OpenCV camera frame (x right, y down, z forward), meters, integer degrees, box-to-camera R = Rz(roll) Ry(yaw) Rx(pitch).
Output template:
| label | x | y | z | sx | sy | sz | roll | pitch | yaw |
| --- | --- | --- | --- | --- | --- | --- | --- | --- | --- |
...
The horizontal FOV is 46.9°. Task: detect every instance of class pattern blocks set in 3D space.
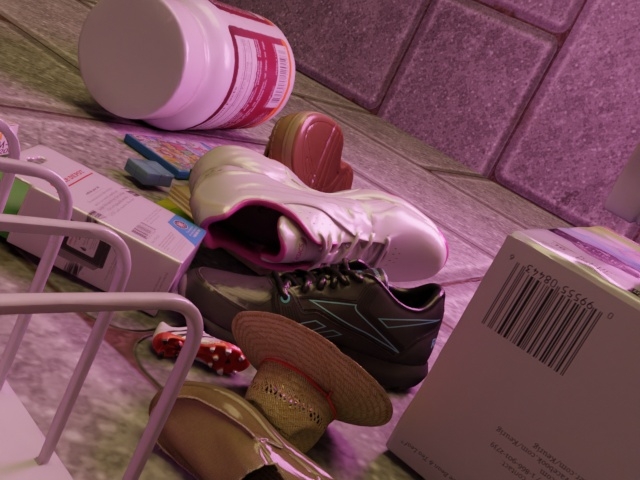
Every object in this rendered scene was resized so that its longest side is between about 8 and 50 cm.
| label | x | y | z | sx | sy | sz | roll | pitch | yaw |
| --- | --- | --- | --- | --- | --- | --- | --- | --- | --- |
| pattern blocks set | -0.088 | -0.012 | 0.915 | 0.286 | 0.026 | 0.325 | 8 | 24 | -45 |

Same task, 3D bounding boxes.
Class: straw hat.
| label | x | y | z | sx | sy | sz | roll | pitch | yaw |
| --- | --- | --- | --- | --- | --- | --- | --- | --- | --- |
| straw hat | -0.023 | 0.121 | 0.546 | 0.145 | 0.144 | 0.061 | 28 | 58 | 8 |

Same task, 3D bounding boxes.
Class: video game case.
| label | x | y | z | sx | sy | sz | roll | pitch | yaw |
| --- | --- | --- | --- | --- | --- | --- | --- | --- | --- |
| video game case | -0.196 | -0.123 | 1.110 | 0.119 | 0.015 | 0.166 | 34 | 18 | 26 |

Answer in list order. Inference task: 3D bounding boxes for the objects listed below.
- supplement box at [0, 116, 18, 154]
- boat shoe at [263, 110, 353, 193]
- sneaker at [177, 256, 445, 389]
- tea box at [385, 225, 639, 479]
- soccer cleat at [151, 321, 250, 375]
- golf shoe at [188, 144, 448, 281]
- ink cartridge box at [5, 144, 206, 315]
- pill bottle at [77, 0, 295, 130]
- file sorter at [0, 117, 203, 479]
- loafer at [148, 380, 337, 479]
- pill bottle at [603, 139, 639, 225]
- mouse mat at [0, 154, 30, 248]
| label | x | y | z | sx | sy | sz | roll | pitch | yaw |
| --- | --- | --- | --- | --- | --- | --- | --- | --- | --- |
| supplement box | -0.386 | -0.123 | 0.789 | 0.099 | 0.036 | 0.062 | 22 | 16 | 6 |
| boat shoe | -0.033 | -0.099 | 1.036 | 0.110 | 0.121 | 0.341 | 20 | -8 | 12 |
| sneaker | -0.001 | 0.058 | 0.703 | 0.268 | 0.106 | 0.101 | 17 | 20 | -24 |
| tea box | 0.298 | 0.158 | 0.633 | 0.329 | 0.219 | 0.324 | 35 | 18 | 26 |
| soccer cleat | -0.097 | 0.087 | 0.607 | 0.083 | 0.029 | 0.035 | 15 | 23 | -17 |
| golf shoe | 0.000 | 0.000 | 0.804 | 0.306 | 0.115 | 0.140 | 15 | 29 | -11 |
| ink cartridge box | -0.206 | -0.013 | 0.676 | 0.180 | 0.060 | 0.104 | 28 | 17 | -4 |
| pill bottle | -0.212 | -0.299 | 1.254 | 0.224 | 0.224 | 0.392 | 30 | 17 | 13 |
| file sorter | -0.221 | 0.029 | 0.356 | 0.278 | 0.173 | 0.193 | 37 | 20 | 34 |
| loafer | -0.050 | 0.140 | 0.466 | 0.148 | 0.056 | 0.050 | 29 | 11 | 10 |
| pill bottle | 0.391 | -0.001 | 0.544 | 0.323 | 0.181 | 0.181 | 32 | 18 | 19 |
| mouse mat | -0.305 | -0.044 | 0.737 | 0.153 | 0.007 | 0.189 | 27 | 18 | 3 |
